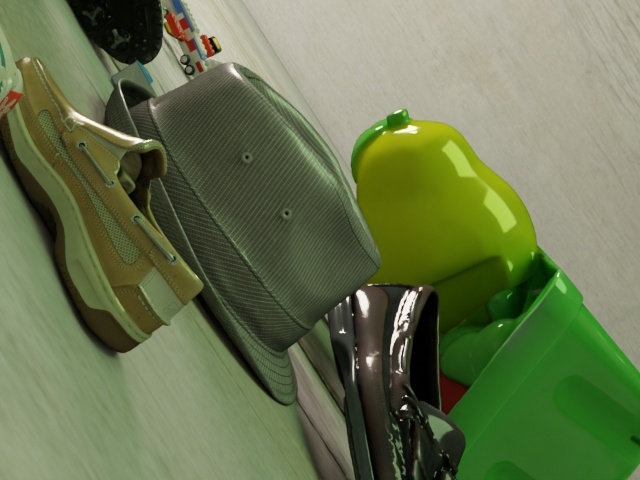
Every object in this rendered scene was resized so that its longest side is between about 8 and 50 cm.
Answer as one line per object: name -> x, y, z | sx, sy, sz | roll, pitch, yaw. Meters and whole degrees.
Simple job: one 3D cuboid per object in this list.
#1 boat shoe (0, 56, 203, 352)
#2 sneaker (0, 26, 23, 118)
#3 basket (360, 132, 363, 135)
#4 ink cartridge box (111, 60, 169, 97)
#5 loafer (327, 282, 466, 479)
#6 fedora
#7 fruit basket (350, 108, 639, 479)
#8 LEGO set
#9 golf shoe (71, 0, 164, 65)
boat shoe -> -0.114, -0.032, 0.744 | 0.190, 0.072, 0.068 | 60, 6, 25
sneaker -> -0.162, -0.076, 0.650 | 0.075, 0.057, 0.161 | 45, 10, -43
basket -> 0.107, 0.027, 1.627 | 0.255, 0.201, 0.289 | 59, 8, -81
ink cartridge box -> -0.139, -0.112, 1.174 | 0.048, 0.028, 0.083 | 60, 6, 18
loafer -> 0.067, 0.134, 1.065 | 0.302, 0.095, 0.109 | -101, 176, -51
fedora -> -0.042, -0.026, 1.059 | 0.275, 0.124, 0.244 | 58, 6, 1
fruit basket -> 0.129, 0.077, 1.316 | 0.392, 0.283, 0.392 | 37, 6, -5
LEGO set -> -0.175, -0.290, 1.629 | 0.244, 0.060, 0.182 | 55, 15, -35
golf shoe -> -0.179, -0.226, 1.210 | 0.198, 0.077, 0.094 | 61, 6, 21
